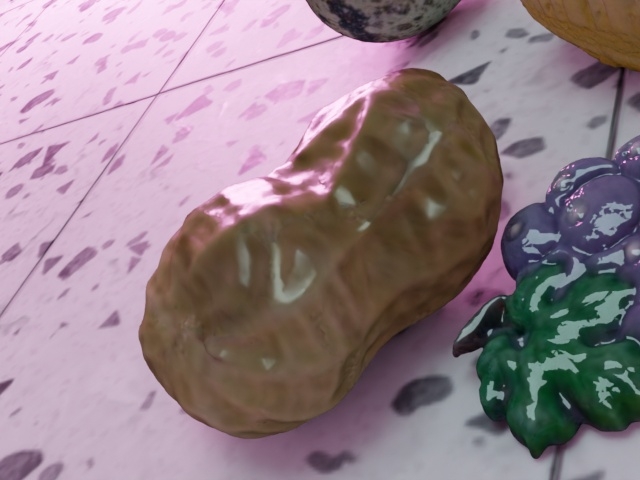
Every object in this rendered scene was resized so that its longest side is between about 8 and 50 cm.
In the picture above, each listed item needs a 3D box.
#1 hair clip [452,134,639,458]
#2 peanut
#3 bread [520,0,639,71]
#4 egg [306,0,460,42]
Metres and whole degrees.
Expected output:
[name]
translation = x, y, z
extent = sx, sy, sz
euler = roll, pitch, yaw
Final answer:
[hair clip]
translation = 0.141, 0.015, 0.442
extent = 0.195, 0.052, 0.124
euler = -51, 37, -13
[peanut]
translation = 0.000, 0.000, 0.518
extent = 0.233, 0.110, 0.196
euler = -38, 24, -9
[bread]
translation = 0.214, -0.164, 0.539
extent = 0.140, 0.106, 0.236
euler = -51, 36, -2
[egg]
translation = 0.062, -0.232, 0.754
extent = 0.172, 0.132, 0.132
euler = -29, 30, -15
